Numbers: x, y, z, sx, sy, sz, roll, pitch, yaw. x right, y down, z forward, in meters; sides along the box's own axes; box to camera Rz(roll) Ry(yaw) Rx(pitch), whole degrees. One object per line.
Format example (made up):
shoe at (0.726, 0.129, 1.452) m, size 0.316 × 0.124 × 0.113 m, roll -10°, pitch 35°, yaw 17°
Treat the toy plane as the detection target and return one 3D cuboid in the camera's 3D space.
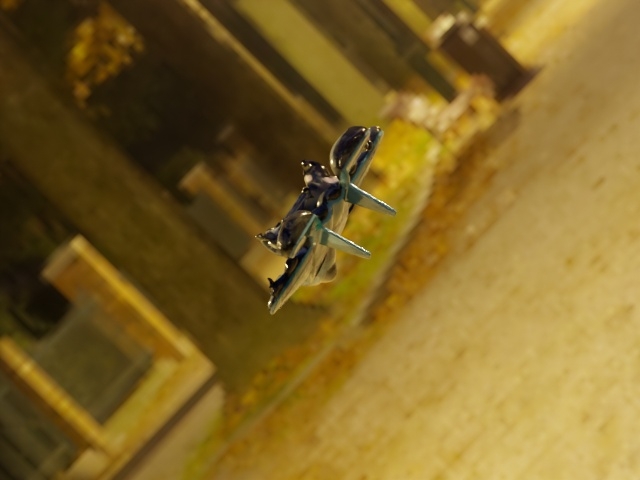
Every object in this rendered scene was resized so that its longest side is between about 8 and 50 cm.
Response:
toy plane at (-0.007, -0.004, 1.467) m, size 0.169 × 0.078 × 0.246 m, roll -59°, pitch 4°, yaw -17°
